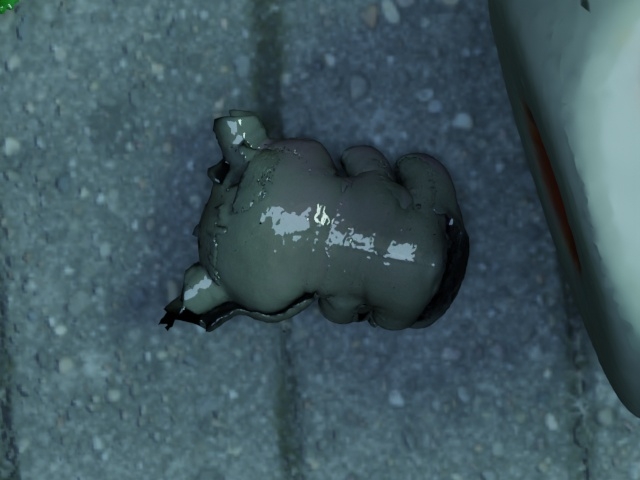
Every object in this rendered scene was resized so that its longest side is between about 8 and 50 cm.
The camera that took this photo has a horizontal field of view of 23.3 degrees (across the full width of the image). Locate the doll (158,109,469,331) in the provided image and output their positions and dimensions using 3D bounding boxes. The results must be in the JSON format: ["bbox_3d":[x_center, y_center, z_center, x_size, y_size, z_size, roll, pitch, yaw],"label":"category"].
[{"bbox_3d":[0.000,0.000,1.001,0.192,0.095,0.149,9,100,-1],"label":"doll"}]

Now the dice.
[{"bbox_3d":[0.272,-0.074,0.869,0.304,0.304,0.277,-17,96,5],"label":"dice"}]

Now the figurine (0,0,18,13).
[{"bbox_3d":[-0.219,-0.217,0.987,0.115,0.095,0.156,-30,77,-14],"label":"figurine"}]
